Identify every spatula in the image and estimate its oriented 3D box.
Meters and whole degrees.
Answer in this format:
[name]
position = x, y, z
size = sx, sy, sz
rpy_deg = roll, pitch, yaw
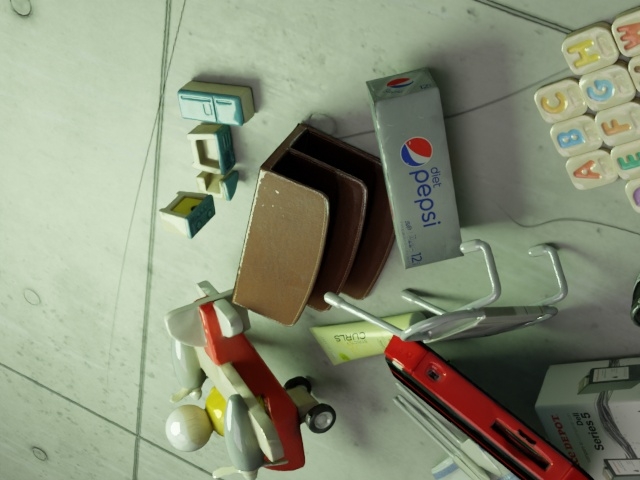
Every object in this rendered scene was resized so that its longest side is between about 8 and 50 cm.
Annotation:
[spatula]
position = 0.222, 0.350, 1.680
size = 0.242, 0.019, 0.168
rpy_deg = 43, 165, 19

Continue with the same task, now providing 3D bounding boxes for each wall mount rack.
[wall mount rack]
position = 0.195, 0.092, 1.436
size = 0.304, 0.350, 0.130
rpy_deg = -26, 71, 37

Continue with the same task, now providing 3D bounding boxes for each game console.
[game console]
position = 0.267, 0.298, 1.506
size = 0.386, 0.060, 0.342
rpy_deg = 39, 174, 15

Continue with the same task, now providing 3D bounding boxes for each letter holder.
[letter holder]
position = 0.000, 0.000, 1.540
size = 0.214, 0.152, 0.302
rpy_deg = 25, 132, 10

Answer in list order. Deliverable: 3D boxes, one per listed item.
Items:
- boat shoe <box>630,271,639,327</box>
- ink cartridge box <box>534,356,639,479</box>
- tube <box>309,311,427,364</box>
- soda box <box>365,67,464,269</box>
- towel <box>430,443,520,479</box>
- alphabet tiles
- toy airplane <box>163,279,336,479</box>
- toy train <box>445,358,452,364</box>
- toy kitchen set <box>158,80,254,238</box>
[boat shoe]
position = 0.570, 0.055, 1.277
size = 0.306, 0.105, 0.113
rpy_deg = -15, 114, 37
[ink cartridge box]
position = 0.508, 0.294, 1.482
size = 0.273, 0.115, 0.198
rpy_deg = -12, 116, 36
[tube]
position = 0.087, 0.178, 1.684
size = 0.240, 0.062, 0.070
rpy_deg = -15, 74, 42
[soda box]
position = 0.143, -0.105, 1.397
size = 0.098, 0.091, 0.286
rpy_deg = -13, 120, 2
[towel]
position = 0.338, 0.502, 1.724
size = 0.285, 0.034, 0.209
rpy_deg = 56, 135, 13
[alphabet tiles]
position = 0.439, -0.169, 1.248
size = 0.278, 0.021, 0.284
rpy_deg = -15, 114, 37
[toy airplane]
position = -0.179, 0.270, 1.710
size = 0.384, 0.272, 0.386
rpy_deg = 50, 172, 14
[toy train]
position = 0.228, 0.249, 1.674
size = 0.017, 0.023, 0.083
rpy_deg = 8, 127, 26
[toy kitchen set]
position = -0.190, -0.131, 1.540
size = 0.122, 0.166, 0.207
rpy_deg = 10, 127, 24
